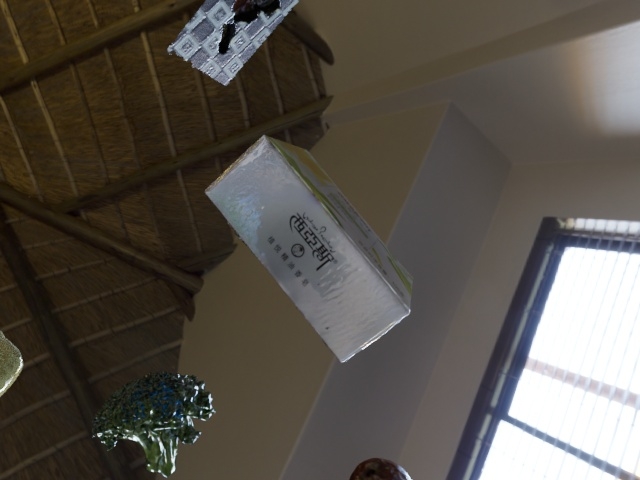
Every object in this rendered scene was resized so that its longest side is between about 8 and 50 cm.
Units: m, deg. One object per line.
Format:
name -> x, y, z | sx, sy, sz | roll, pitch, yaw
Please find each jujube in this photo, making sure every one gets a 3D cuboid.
jujube -> 0.069, 0.294, 0.450 | 0.077, 0.077, 0.130 | -17, -78, -32

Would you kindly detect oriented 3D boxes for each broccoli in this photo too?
broccoli -> -0.256, 0.287, 0.687 | 0.167, 0.154, 0.160 | 4, -93, -72

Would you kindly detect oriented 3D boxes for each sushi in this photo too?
sushi -> -0.128, -0.334, 0.644 | 0.201, 0.031, 0.139 | -43, -18, 13

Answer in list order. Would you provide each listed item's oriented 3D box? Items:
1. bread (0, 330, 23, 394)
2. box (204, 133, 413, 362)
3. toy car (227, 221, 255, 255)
bread -> -0.397, 0.187, 0.427 | 0.068, 0.125, 0.188 | 44, -147, -14
box -> 0.000, 0.000, 0.574 | 0.111, 0.194, 0.260 | -42, -93, 13
toy car -> -0.104, -0.015, 0.702 | 0.059, 0.122, 0.035 | -49, -48, -1
